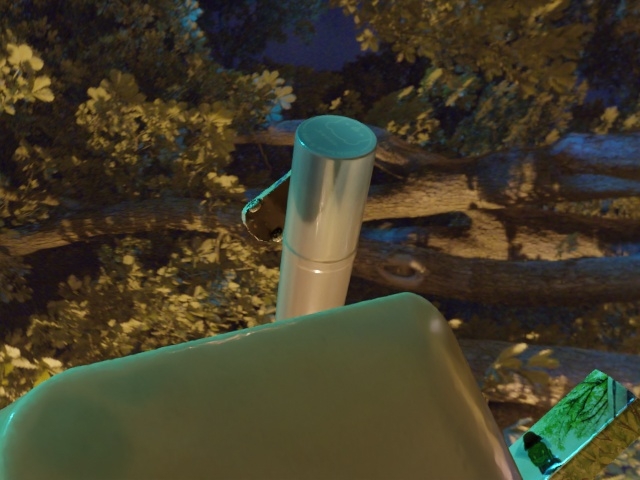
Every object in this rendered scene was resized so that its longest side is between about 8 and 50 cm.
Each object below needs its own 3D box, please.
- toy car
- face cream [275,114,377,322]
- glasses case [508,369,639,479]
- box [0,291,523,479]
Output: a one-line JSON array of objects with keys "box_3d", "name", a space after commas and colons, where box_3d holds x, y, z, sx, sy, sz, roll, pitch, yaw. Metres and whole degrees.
[{"box_3d": [-0.063, -0.082, 1.258, 0.205, 0.056, 0.095, -41, -63, -7], "name": "toy car"}, {"box_3d": [0.000, 0.000, 0.638, 0.077, 0.077, 0.250, -19, -41, -28], "name": "face cream"}, {"box_3d": [0.308, 0.295, 0.848, 0.272, 0.095, 0.062, -43, -77, -1], "name": "glasses case"}, {"box_3d": [0.018, 0.225, 0.371, 0.373, 0.090, 0.367, -6, -114, -47], "name": "box"}]
